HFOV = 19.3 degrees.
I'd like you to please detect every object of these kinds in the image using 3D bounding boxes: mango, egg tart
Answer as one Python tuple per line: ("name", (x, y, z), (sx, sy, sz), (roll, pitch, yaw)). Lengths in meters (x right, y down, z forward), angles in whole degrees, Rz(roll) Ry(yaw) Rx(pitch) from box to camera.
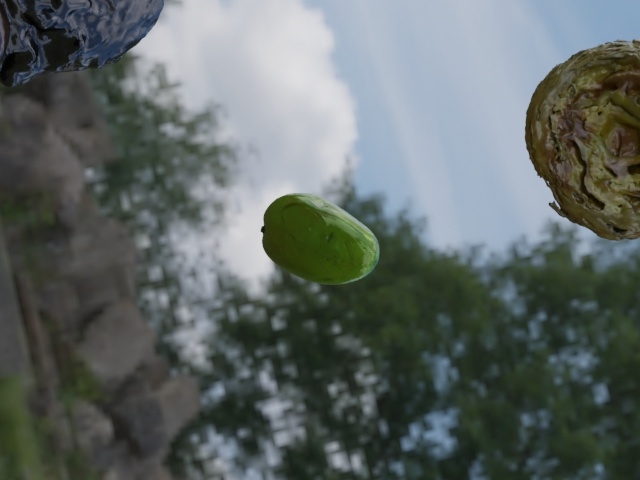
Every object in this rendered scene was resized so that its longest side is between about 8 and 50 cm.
("mango", (0.000, 0.000, 1.611), (0.056, 0.108, 0.073), (-28, 133, -67))
("egg tart", (0.192, -0.062, 1.180), (0.049, 0.129, 0.128), (52, 24, -84))

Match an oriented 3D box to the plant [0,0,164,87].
("plant", (-0.232, -0.194, 1.314), (0.178, 0.234, 0.204), (11, -74, 40))
